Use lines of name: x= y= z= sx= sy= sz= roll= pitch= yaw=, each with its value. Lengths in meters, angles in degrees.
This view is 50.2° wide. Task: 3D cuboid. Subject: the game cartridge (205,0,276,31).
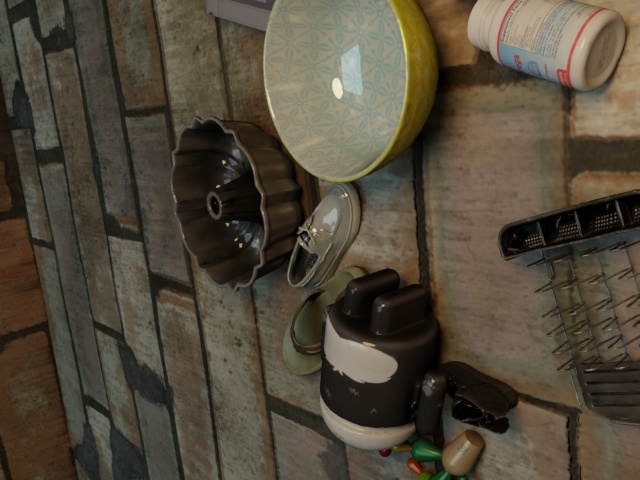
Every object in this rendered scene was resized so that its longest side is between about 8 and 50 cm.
game cartridge: x=-0.105 y=-0.463 z=1.158 sx=0.294 sy=0.060 sz=0.196 roll=31 pitch=129 yaw=41

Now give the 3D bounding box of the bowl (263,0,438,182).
bowl: x=0.065 y=-0.234 z=0.939 sx=0.289 sy=0.156 sz=0.290 roll=21 pitch=119 yaw=45

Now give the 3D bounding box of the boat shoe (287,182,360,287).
boat shoe: x=-0.001 y=0.000 z=1.163 sx=0.079 sy=0.081 sz=0.228 roll=48 pitch=136 yaw=30

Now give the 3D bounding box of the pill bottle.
pill bottle: x=0.248 y=-0.230 z=0.768 sx=0.160 sy=0.087 sz=0.087 roll=34 pitch=127 yaw=41

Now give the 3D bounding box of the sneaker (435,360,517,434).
sneaker: x=0.209 y=0.222 z=0.972 sx=0.170 sy=0.089 sz=0.051 roll=13 pitch=113 yaw=48

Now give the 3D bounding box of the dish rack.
dish rack: x=0.338 y=0.086 z=0.778 sx=0.208 sy=0.074 sz=0.272 roll=-19 pitch=88 yaw=53

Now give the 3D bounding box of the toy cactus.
toy cactus: x=0.185 y=0.363 z=1.057 sx=0.219 sy=0.112 sz=0.181 roll=52 pitch=128 yaw=39

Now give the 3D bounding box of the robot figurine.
robot figurine: x=0.089 y=0.186 z=1.049 sx=0.209 sy=0.173 sz=0.278 roll=-92 pitch=6 yaw=-66

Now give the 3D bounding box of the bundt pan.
bundt pan: x=-0.151 y=-0.077 z=1.291 sx=0.330 sy=0.124 sz=0.331 roll=21 pitch=119 yaw=45

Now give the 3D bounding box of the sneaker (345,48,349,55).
sneaker: x=0.039 y=-0.301 z=1.044 sx=0.058 sy=0.052 sz=0.135 roll=29 pitch=131 yaw=31

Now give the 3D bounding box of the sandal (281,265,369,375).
sandal: x=-0.007 y=0.144 z=1.216 sx=0.120 sy=0.086 sz=0.303 roll=57 pitch=139 yaw=21
